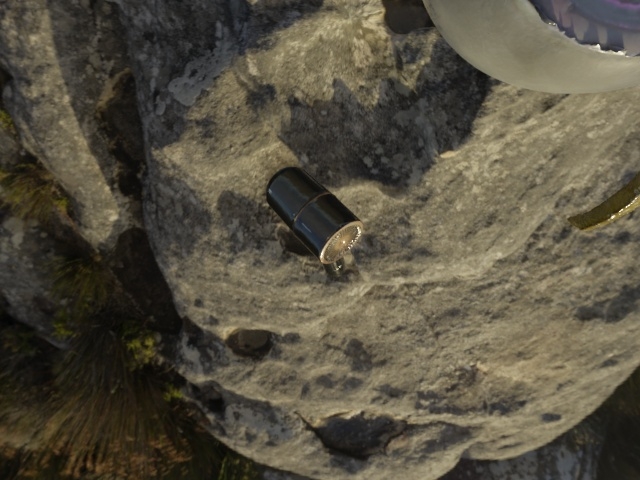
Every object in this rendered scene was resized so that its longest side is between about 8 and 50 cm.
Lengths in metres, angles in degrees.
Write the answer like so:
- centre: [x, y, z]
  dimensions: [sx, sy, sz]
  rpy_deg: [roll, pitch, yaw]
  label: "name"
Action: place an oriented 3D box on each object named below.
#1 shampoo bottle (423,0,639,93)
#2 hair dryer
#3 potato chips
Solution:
- centre: [0.206, -0.261, 0.314]
  dimensions: [0.273, 0.266, 0.273]
  rpy_deg: [2, 117, 5]
  label: "shampoo bottle"
- centre: [0.000, 0.000, 0.886]
  dimensions: [0.107, 0.189, 0.352]
  rpy_deg: [-39, 154, -10]
  label: "hair dryer"
- centre: [0.699, -0.095, 0.961]
  dimensions: [0.057, 0.080, 0.407]
  rpy_deg: [-3, 161, 3]
  label: "potato chips"
